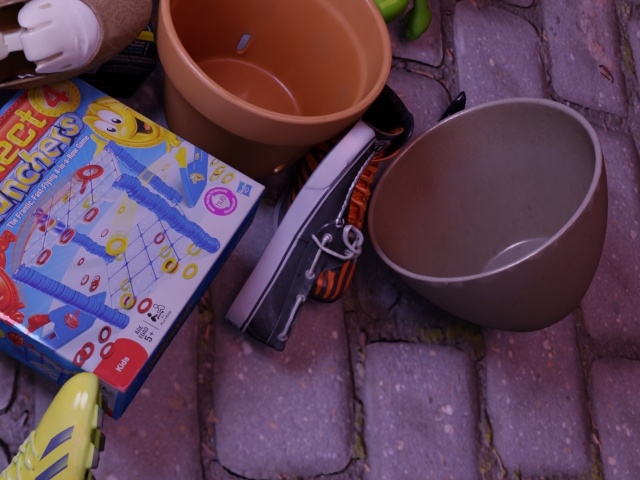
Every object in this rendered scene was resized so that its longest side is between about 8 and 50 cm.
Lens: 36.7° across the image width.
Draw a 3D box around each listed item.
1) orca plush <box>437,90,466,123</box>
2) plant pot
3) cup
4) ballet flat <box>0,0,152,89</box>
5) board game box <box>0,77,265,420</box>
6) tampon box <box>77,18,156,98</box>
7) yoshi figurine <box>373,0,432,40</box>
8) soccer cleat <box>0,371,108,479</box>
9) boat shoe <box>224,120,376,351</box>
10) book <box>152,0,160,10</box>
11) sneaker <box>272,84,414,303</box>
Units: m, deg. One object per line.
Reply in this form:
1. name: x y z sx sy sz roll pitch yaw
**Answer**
1. orca plush: 0.330 -0.141 1.553 0.287 0.102 0.151 43 56 -13
2. plant pot: -0.080 -0.214 1.234 0.291 0.203 0.290 10 58 -17
3. cup: 0.263 -0.004 1.368 0.237 0.331 0.331 55 49 -40
4. ballet flat: -0.350 -0.212 1.049 0.342 0.124 0.116 -13 112 -4
5. board game box: -0.269 -0.010 1.086 0.302 0.086 0.308 30 58 1
6. tampon box: -0.286 -0.275 1.212 0.120 0.101 0.161 -1 74 -32
7. yoshi figurine: 0.117 -0.438 1.514 0.362 0.203 0.203 -36 54 -22
8. soccer cleat: -0.294 0.259 0.958 0.121 0.093 0.289 19 101 -7
9. boat shoe: -0.001 0.001 1.202 0.105 0.113 0.306 33 96 1
10. book: -0.186 -0.349 1.304 0.144 0.096 0.035 -19 84 -35
11. sneaker: 0.033 -0.084 1.298 0.125 0.180 0.321 14 67 -28
